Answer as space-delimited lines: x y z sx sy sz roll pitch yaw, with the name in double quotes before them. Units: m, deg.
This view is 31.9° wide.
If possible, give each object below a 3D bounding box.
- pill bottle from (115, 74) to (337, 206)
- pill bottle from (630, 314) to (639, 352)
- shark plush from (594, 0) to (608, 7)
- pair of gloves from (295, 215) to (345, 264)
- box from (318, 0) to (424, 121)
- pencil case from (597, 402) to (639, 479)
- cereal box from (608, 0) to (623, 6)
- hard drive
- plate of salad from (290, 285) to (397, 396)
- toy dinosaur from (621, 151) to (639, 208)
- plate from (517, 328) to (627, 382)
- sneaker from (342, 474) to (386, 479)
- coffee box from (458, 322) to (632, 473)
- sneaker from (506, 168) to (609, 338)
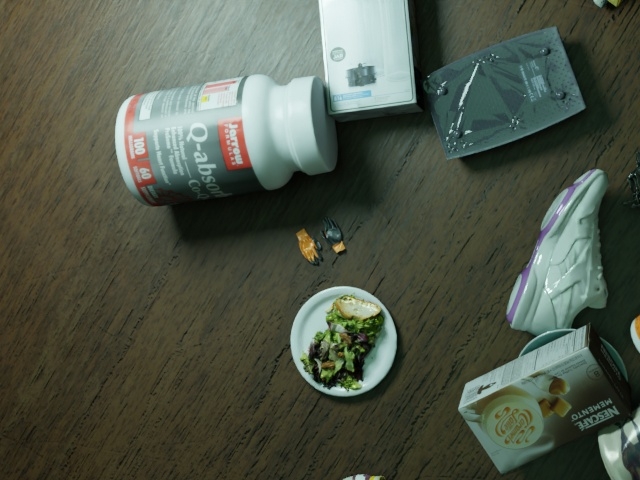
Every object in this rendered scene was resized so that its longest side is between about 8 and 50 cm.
"pill bottle" -0.165 -0.185 2.019 0.362 0.210 0.210 -8 84 15
"pill bottle" 0.614 0.114 1.790 0.121 0.121 0.221 51 124 13
"shark plush" 0.523 -0.479 1.941 0.161 0.073 0.067 -44 98 -10
"pair of gloves" 0.000 0.000 2.064 0.083 0.010 0.074 -27 80 12
"box" 0.088 -0.371 2.023 0.169 0.087 0.290 -5 85 15
"pencil case" 0.637 0.280 1.764 0.410 0.160 0.184 -36 57 19
"cereal box" 0.510 -0.527 1.890 0.173 0.047 0.240 41 73 14
"hard drive" 0.320 -0.254 1.967 0.254 0.054 0.172 -20 81 14
"plate of salad" 0.039 0.183 2.023 0.199 0.048 0.200 -1 87 15
"toy dinosaur" 0.626 -0.076 1.829 0.218 0.164 0.322 23 71 0
"plate" 0.424 0.232 1.899 0.188 0.024 0.188 5 110 14
"sneaker" 0.077 0.509 1.987 0.083 0.069 0.186 -3 80 24
"coffee box" 0.373 0.263 1.856 0.246 0.098 0.141 -30 100 23
"sneaker" 0.434 0.030 1.903 0.152 0.114 0.305 23 98 4
